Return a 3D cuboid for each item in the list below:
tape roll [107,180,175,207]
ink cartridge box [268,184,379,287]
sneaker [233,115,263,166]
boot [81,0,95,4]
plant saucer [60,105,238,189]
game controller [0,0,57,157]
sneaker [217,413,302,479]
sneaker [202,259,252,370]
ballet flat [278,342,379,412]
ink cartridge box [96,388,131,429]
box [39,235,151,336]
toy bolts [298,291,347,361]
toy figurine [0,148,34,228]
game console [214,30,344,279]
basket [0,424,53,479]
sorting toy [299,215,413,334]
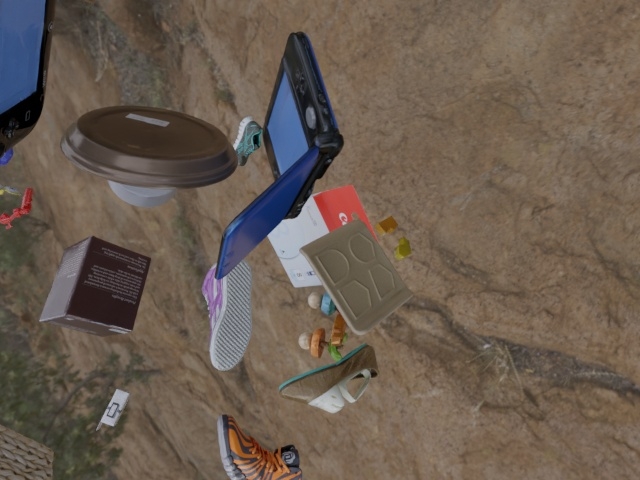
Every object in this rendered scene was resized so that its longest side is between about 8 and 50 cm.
[{"bbox_3d":[-0.548,-0.216,1.458,0.219,0.219,0.072,59,144,8],"label":"tape roll"},{"bbox_3d":[0.000,0.000,1.567,0.385,0.091,0.308,-10,113,42],"label":"ink cartridge box"},{"bbox_3d":[-0.221,-0.293,1.433,0.076,0.065,0.166,37,129,20],"label":"sneaker"},{"bbox_3d":[-0.385,-0.510,0.699,0.220,0.109,0.283,-48,63,18],"label":"boot"},{"bbox_3d":[-0.275,-0.165,0.774,0.278,0.278,0.041,34,125,29],"label":"plant saucer"},{"bbox_3d":[-0.362,-0.240,0.542,0.067,0.166,0.319,28,124,-6],"label":"game controller"},{"bbox_3d":[-0.152,0.559,1.218,0.124,0.180,0.321,-119,14,-61],"label":"sneaker"},{"bbox_3d":[-0.256,0.188,1.222,0.161,0.102,0.282,-4,75,49],"label":"sneaker"},{"bbox_3d":[0.045,0.378,1.232,0.116,0.342,0.124,-43,68,36],"label":"ballet flat"},{"bbox_3d":[-0.417,0.346,0.943,0.028,0.083,0.048,25,158,-8],"label":"ink cartridge box"},{"bbox_3d":[-0.565,0.121,1.179,0.167,0.168,0.203,-15,58,39],"label":"box"},{"bbox_3d":[0.013,0.262,1.545,0.159,0.228,0.218,9,151,12],"label":"toy bolts"},{"bbox_3d":[-0.770,-0.185,0.928,0.191,0.363,0.217,-30,55,44],"label":"toy figurine"},{"bbox_3d":[-0.094,-0.104,0.676,0.293,0.173,0.250,134,121,-68],"label":"game console"},{"bbox_3d":[-0.702,0.496,0.798,0.331,0.328,0.266,69,175,-48],"label":"basket"},{"bbox_3d":[0.113,0.060,1.080,0.229,0.307,0.041,55,137,8],"label":"sorting toy"}]
